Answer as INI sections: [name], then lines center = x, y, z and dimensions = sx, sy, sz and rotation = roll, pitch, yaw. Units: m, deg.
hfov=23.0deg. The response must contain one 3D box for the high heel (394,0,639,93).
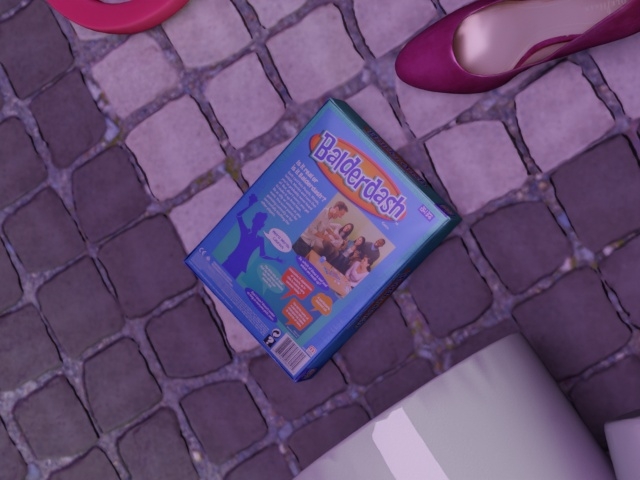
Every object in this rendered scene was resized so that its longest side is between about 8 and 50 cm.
[high heel]
center = 0.168, -0.178, 1.339
dimensions = 0.244, 0.117, 0.082
rotation = -7, 88, 19

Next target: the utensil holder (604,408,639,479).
[utensil holder]
center = 0.410, 0.276, 1.152
dimensions = 0.328, 0.327, 0.385
rotation = -18, 83, 19

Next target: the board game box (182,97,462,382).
[board game box]
center = 0.000, 0.000, 1.438
dimensions = 0.210, 0.047, 0.160
rotation = -47, 76, 15

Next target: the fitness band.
[fitness band]
center = -0.204, -0.341, 1.509
dimensions = 0.209, 0.054, 0.291
rotation = -24, 82, 21

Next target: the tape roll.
[tape roll]
center = 0.112, 0.211, 1.297
dimensions = 0.246, 0.246, 0.169
rotation = -38, 78, 16
